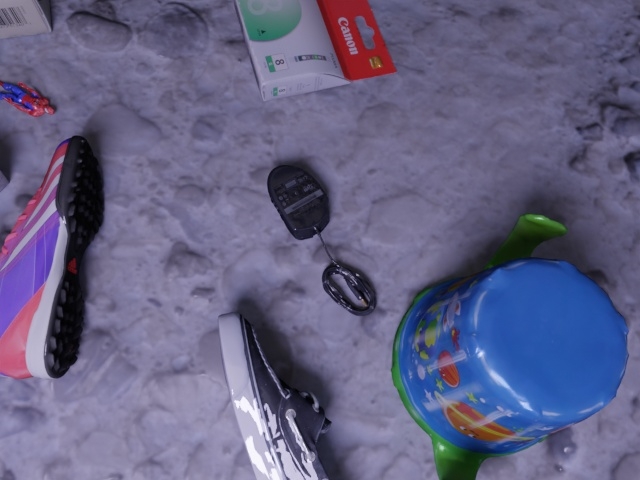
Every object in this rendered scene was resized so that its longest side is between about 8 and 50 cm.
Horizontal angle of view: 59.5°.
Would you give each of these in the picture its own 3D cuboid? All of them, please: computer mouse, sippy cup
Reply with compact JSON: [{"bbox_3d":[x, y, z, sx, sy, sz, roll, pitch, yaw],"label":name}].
[{"bbox_3d":[0.000,0.000,0.777,0.071,0.041,0.242,-27,81,-15],"label":"computer mouse"},{"bbox_3d":[0.218,0.128,0.646,0.239,0.224,0.306,-12,71,-10],"label":"sippy cup"}]

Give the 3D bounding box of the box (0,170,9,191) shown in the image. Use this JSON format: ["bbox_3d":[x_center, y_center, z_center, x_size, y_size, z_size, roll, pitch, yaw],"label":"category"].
[{"bbox_3d":[-0.576,-0.117,0.699,0.290,0.087,0.169,37,71,-7],"label":"box"}]

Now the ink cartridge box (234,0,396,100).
[{"bbox_3d":[-0.007,-0.328,0.884,0.224,0.056,0.181,-15,72,-8],"label":"ink cartridge box"}]

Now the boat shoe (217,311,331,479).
[{"bbox_3d":[-0.039,0.219,0.653,0.102,0.108,0.302,-18,75,-11],"label":"boat shoe"}]

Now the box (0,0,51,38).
[{"bbox_3d":[-0.492,-0.452,0.862,0.113,0.094,0.275,-12,72,-9],"label":"box"}]

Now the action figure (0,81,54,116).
[{"bbox_3d":[-0.439,-0.209,0.815,0.115,0.030,0.038,25,65,2],"label":"action figure"}]

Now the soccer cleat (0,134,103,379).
[{"bbox_3d":[-0.354,0.010,0.704,0.116,0.109,0.319,2,72,0],"label":"soccer cleat"}]
